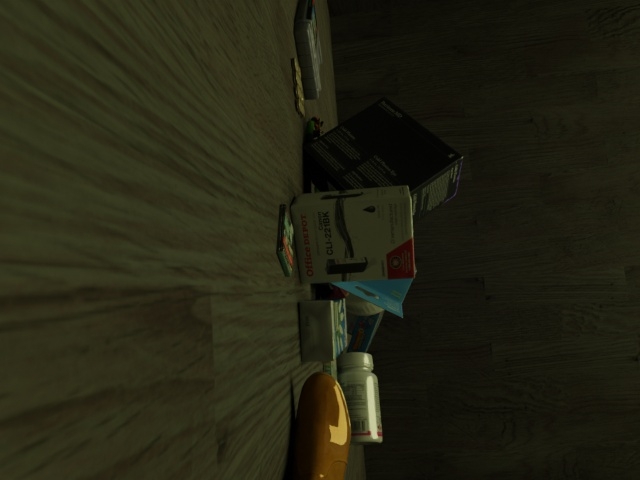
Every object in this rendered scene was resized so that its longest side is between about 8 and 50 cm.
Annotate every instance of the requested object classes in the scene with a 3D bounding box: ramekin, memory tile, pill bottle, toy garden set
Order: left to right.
[{"bbox_3d":[-0.063,-0.432,1.245,0.113,0.012,0.148,-40,124,-82],"label":"memory tile"},{"bbox_3d":[-0.003,-0.298,1.518,0.204,0.049,0.245,-86,169,-54],"label":"toy garden set"},{"bbox_3d":[0.121,0.538,1.491,0.160,0.160,0.283,74,13,-61],"label":"pill bottle"},{"bbox_3d":[0.147,0.125,1.594,0.135,0.276,0.278,52,33,-65],"label":"ramekin"}]

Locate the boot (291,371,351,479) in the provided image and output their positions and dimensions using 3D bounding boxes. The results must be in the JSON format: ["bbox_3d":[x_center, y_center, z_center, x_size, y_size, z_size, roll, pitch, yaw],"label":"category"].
[{"bbox_3d":[-0.005,0.384,0.730,0.211,0.104,0.296,53,37,-79],"label":"boot"}]

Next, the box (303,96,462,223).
[{"bbox_3d":[0.178,-0.206,1.298,0.343,0.312,0.179,50,-13,30],"label":"box"}]

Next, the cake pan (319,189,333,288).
[{"bbox_3d":[0.000,0.000,1.295,0.293,0.054,0.294,-5,90,-84],"label":"cake pan"}]

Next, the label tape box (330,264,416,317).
[{"bbox_3d":[0.162,0.055,1.334,0.106,0.240,0.334,-60,-170,24],"label":"label tape box"}]

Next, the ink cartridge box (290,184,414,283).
[{"bbox_3d":[0.078,-0.013,1.032,0.114,0.272,0.197,-68,153,-68],"label":"ink cartridge box"}]

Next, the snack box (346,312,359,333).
[{"bbox_3d":[0.164,0.368,2.126,0.175,0.070,0.207,-65,166,-9],"label":"snack box"}]

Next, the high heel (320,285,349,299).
[{"bbox_3d":[0.012,0.158,1.341,0.117,0.082,0.244,45,25,6],"label":"high heel"}]

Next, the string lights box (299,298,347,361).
[{"bbox_3d":[0.012,0.212,1.084,0.259,0.076,0.134,29,58,-78],"label":"string lights box"}]

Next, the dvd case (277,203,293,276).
[{"bbox_3d":[-0.068,0.000,0.864,0.087,0.013,0.120,77,11,-53],"label":"dvd case"}]

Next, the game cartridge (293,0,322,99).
[{"bbox_3d":[-0.035,-0.662,1.480,0.355,0.068,0.230,-88,175,-46],"label":"game cartridge"}]

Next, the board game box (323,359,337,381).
[{"bbox_3d":[0.032,0.416,1.391,0.154,0.026,0.104,69,18,-68],"label":"board game box"}]

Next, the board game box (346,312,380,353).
[{"bbox_3d":[0.245,0.356,2.082,0.308,0.086,0.302,-41,150,-63],"label":"board game box"}]
